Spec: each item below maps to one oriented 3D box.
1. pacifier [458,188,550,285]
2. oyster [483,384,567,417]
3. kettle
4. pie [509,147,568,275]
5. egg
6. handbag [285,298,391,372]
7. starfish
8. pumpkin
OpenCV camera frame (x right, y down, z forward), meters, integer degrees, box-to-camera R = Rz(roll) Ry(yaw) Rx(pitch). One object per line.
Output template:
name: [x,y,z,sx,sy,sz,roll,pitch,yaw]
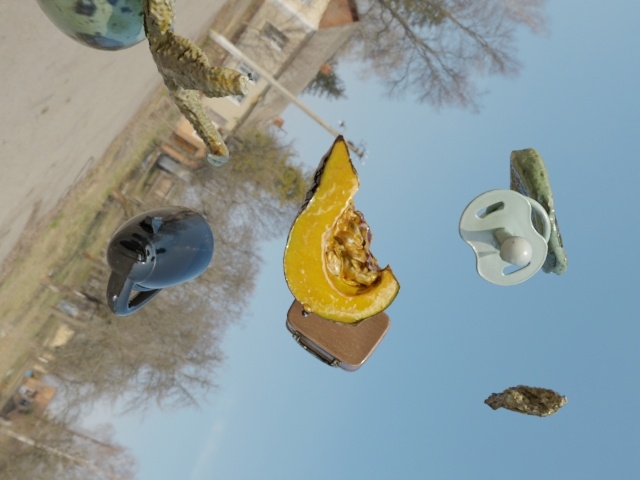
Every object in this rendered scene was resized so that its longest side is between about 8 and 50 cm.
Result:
pacifier: [0.269,0.001,0.699,0.126,0.150,0.116,-20,-166,7]
oyster: [0.418,0.320,1.013,0.177,0.105,0.056,154,-62,-68]
kettle: [-0.415,0.054,1.225,0.290,0.207,0.268,-47,161,-79]
pie: [0.494,-0.073,1.150,0.066,0.303,0.302,-15,-148,14]
egg: [-0.409,-0.525,0.944,0.379,0.287,0.288,-52,-165,51]
handbag: [0.030,0.168,0.999,0.151,0.193,0.072,-55,172,-24]
starfish: [-0.234,-0.315,0.857,0.082,0.324,0.432,-29,170,-20]
pumpkin: [-0.002,-0.003,0.786,0.163,0.279,0.111,-21,-176,-17]
